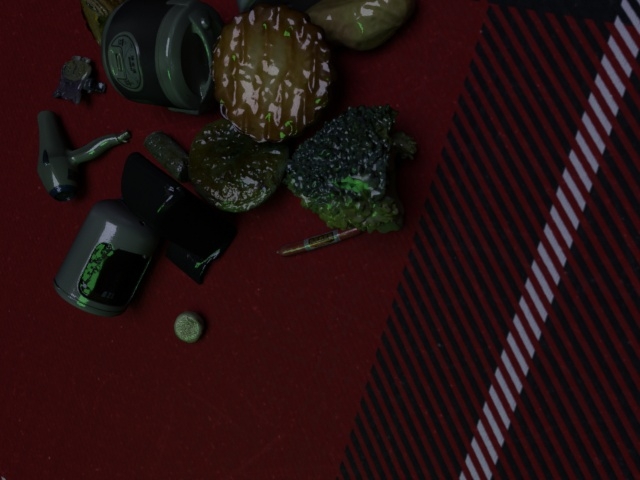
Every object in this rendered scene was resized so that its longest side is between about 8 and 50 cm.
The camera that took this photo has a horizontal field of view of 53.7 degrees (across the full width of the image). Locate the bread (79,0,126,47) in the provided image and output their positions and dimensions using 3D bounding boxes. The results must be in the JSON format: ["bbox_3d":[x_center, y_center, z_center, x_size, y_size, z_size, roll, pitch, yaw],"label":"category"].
[{"bbox_3d":[-0.631,-0.620,1.825,0.140,0.169,0.160,48,120,17],"label":"bread"}]

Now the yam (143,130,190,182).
[{"bbox_3d":[-0.411,-0.233,1.738,0.179,0.078,0.078,44,104,23],"label":"yam"}]

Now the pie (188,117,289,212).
[{"bbox_3d":[-0.210,-0.201,1.591,0.276,0.078,0.277,-4,61,8],"label":"pie"}]

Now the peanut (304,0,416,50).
[{"bbox_3d":[0.075,-0.519,1.506,0.318,0.147,0.148,-12,83,25],"label":"peanut"}]

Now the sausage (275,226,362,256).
[{"bbox_3d":[0.000,0.000,1.569,0.253,0.034,0.034,-18,81,21],"label":"sausage"}]

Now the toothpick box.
[{"bbox_3d":[-0.569,0.021,1.728,0.229,0.229,0.316,32,98,22],"label":"toothpick box"}]

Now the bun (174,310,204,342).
[{"bbox_3d":[-0.349,0.229,1.700,0.086,0.055,0.086,2,98,14],"label":"bun"}]

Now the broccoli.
[{"bbox_3d":[0.101,-0.141,1.419,0.293,0.281,0.348,-40,35,-4],"label":"broccoli"}]

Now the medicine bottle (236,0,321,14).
[{"bbox_3d":[-0.108,-0.671,1.536,0.237,0.238,0.232,-18,80,22],"label":"medicine bottle"}]

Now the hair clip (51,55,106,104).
[{"bbox_3d":[-0.727,-0.480,1.900,0.187,0.056,0.146,21,89,26],"label":"hair clip"}]

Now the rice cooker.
[{"bbox_3d":[-0.387,-0.476,1.634,0.277,0.288,0.288,14,93,23],"label":"rice cooker"}]

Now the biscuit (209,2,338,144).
[{"bbox_3d":[-0.108,-0.394,1.510,0.325,0.107,0.326,5,104,19],"label":"biscuit"}]

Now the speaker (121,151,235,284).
[{"bbox_3d":[-0.366,-0.040,1.572,0.180,0.388,0.184,35,84,22],"label":"speaker"}]

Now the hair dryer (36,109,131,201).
[{"bbox_3d":[-0.742,-0.301,1.890,0.298,0.119,0.296,-43,68,-1],"label":"hair dryer"}]
